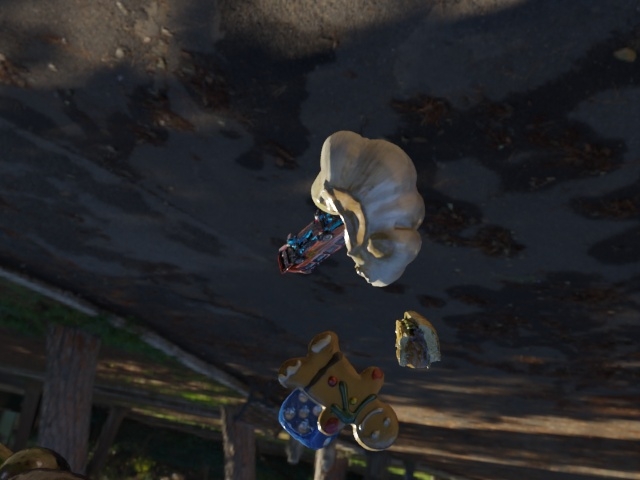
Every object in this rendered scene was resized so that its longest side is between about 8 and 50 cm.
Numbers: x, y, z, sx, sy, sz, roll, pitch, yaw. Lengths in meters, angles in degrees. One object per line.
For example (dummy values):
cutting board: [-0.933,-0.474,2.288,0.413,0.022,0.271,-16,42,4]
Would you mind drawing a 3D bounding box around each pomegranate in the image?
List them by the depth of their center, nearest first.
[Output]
pomegranate: [-0.871,0.719,1.879,0.305,0.243,0.242,-4,157,28]

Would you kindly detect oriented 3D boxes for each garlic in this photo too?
garlic: [0.102,-0.075,1.175,0.184,0.281,0.203,-35,-179,15]

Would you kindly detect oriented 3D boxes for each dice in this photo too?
dice: [-0.019,0.493,1.821,0.143,0.146,0.146,37,176,33]

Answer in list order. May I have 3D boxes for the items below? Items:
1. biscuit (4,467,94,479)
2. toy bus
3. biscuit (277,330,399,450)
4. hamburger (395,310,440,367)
biscuit: [-0.416,0.567,1.048,0.407,0.408,0.091,-1,-175,25]
toy bus: [0.000,0.000,1.432,0.096,0.074,0.235,13,143,-36]
biscuit: [0.059,0.351,1.469,0.301,0.197,0.049,46,164,6]
hamburger: [0.303,0.288,2.026,0.135,0.156,0.208,1,-163,3]
